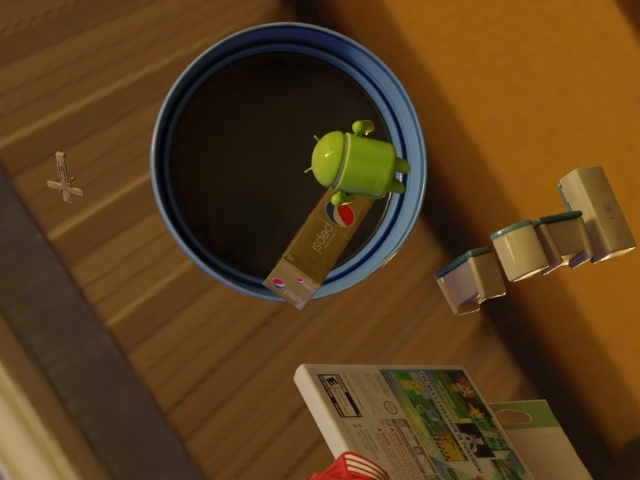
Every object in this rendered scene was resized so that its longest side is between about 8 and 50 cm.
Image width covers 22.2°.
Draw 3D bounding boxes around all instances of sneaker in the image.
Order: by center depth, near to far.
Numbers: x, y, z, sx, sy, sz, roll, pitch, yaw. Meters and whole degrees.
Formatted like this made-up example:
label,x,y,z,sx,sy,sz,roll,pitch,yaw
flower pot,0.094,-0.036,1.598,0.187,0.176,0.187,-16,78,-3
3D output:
label,x,y,z,sx,sy,sz,roll,pitch,yaw
sneaker,-0.018,0.315,1.932,0.128,0.221,0.087,-47,-53,-66

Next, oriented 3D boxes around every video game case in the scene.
label,x,y,z,sx,sy,sz,roll,pitch,yaw
video game case,0.151,0.299,2.280,0.300,0.036,0.329,3,-140,-33

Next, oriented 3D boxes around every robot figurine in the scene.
label,x,y,z,sx,sy,sz,roll,pitch,yaw
robot figurine,0.042,-0.086,1.852,0.115,0.101,0.067,12,-166,-13

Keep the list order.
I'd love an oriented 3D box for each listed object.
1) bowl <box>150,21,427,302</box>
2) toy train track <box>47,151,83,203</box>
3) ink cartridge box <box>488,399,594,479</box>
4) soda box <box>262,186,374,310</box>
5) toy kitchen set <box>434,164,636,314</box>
label,x,y,z,sx,sy,sz,roll,pitch,yaw
bowl,-0.046,-0.108,2.294,0.391,0.391,0.077,58,168,-4
toy train track,-0.307,-0.078,1.965,0.083,0.048,0.014,90,-159,-49
ink cartridge box,0.309,0.342,2.431,0.171,0.056,0.235,-1,-141,-27
soda box,0.000,0.000,2.000,0.058,0.061,0.181,35,-134,-3
toy kitchen set,0.270,0.000,2.139,0.207,0.166,0.122,-10,-108,-38
